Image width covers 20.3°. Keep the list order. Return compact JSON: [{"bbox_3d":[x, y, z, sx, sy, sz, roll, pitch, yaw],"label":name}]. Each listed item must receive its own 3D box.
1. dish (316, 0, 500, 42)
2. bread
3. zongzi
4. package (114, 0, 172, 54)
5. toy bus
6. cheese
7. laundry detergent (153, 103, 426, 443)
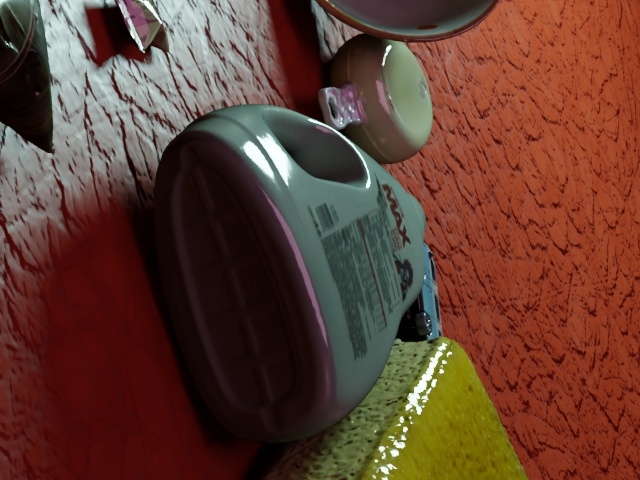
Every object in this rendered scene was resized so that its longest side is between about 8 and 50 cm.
[{"bbox_3d":[0.062,-0.302,1.820,0.260,0.085,0.260,8,67,-19],"label":"dish"},{"bbox_3d":[0.081,0.281,1.487,0.323,0.143,0.333,66,25,-14],"label":"bread"},{"bbox_3d":[-0.226,-0.175,1.212,0.184,0.084,0.187,58,20,-62],"label":"zongzi"},{"bbox_3d":[-0.142,-0.177,1.441,0.059,0.029,0.083,66,13,2],"label":"package"},{"bbox_3d":[0.084,0.059,1.741,0.075,0.060,0.123,36,45,-61],"label":"toy bus"},{"bbox_3d":[0.046,-0.139,1.784,0.227,0.064,0.137,-21,93,-65],"label":"cheese"},{"bbox_3d":[0.000,0.000,1.521,0.398,0.125,0.264,-29,100,-67],"label":"laundry detergent"}]
